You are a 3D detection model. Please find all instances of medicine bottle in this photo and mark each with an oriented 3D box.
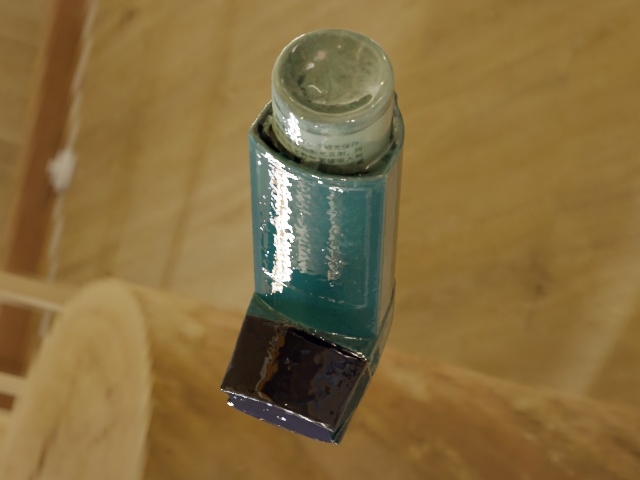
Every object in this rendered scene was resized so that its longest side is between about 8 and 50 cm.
[{"bbox_3d":[0.000,0.000,1.068,0.258,0.079,0.124,92,-158,-54],"label":"medicine bottle"}]
